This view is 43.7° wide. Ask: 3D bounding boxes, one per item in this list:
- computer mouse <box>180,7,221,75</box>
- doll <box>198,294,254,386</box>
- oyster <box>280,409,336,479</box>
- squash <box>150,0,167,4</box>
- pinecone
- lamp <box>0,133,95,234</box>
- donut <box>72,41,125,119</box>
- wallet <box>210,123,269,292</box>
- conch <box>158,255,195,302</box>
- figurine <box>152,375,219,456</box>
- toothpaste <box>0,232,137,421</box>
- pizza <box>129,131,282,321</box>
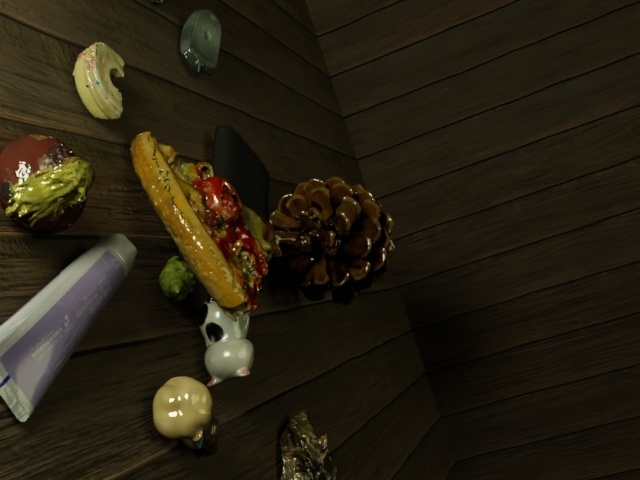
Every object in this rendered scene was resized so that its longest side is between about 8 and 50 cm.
[{"bbox_3d":[-0.321,-0.518,2.116,0.113,0.068,0.229,34,48,-35],"label":"computer mouse"},{"bbox_3d":[-0.193,0.203,1.641,0.107,0.110,0.181,22,52,-62],"label":"doll"},{"bbox_3d":[-0.015,0.572,1.839,0.361,0.096,0.221,-89,161,-45],"label":"oyster"},{"bbox_3d":[-0.406,-0.622,1.957,0.132,0.105,0.105,80,3,-53],"label":"squash"},{"bbox_3d":[0.000,0.000,2.134,0.384,0.384,0.384,-19,90,-74],"label":"pinecone"},{"bbox_3d":[-0.413,-0.089,1.217,0.156,0.135,0.157,32,39,-65],"label":"lamp"},{"bbox_3d":[-0.430,-0.315,1.538,0.108,0.065,0.166,51,26,-48],"label":"donut"},{"bbox_3d":[-0.204,-0.083,1.977,0.228,0.062,0.406,52,28,-41],"label":"wallet"},{"bbox_3d":[-0.287,0.078,1.590,0.121,0.074,0.089,-114,-152,-59],"label":"conch"},{"bbox_3d":[-0.234,0.321,1.434,0.196,0.108,0.114,78,14,-55],"label":"figurine"},{"bbox_3d":[-0.385,0.105,1.210,0.125,0.080,0.371,64,23,-22],"label":"toothpaste"},{"bbox_3d":[-0.192,-0.040,1.690,0.440,0.130,0.406,58,20,15],"label":"pizza"}]
